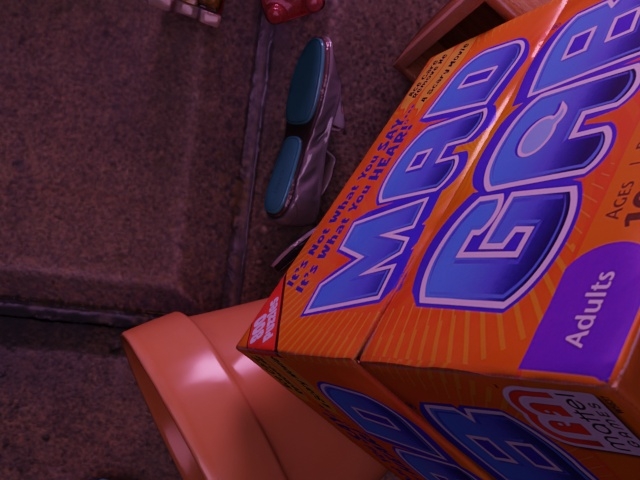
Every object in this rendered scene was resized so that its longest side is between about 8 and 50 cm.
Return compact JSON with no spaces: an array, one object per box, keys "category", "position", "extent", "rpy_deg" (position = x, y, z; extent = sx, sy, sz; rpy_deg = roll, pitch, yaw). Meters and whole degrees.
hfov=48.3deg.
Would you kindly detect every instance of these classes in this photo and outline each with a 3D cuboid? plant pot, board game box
[{"category":"plant pot","position":[-0.047,0.181,0.728],"extent":[0.204,0.291,0.290],"rpy_deg":[-25,98,-20]},{"category":"board game box","position":[0.230,0.049,0.558],"extent":[0.356,0.356,0.356],"rpy_deg":[43,65,-21]}]

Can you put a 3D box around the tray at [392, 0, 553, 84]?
[{"category":"tray","position":[0.288,-0.111,0.762],"extent":[0.411,0.203,0.076],"rpy_deg":[40,74,-9]}]

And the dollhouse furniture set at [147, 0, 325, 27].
[{"category":"dollhouse furniture set","position":[-0.027,-0.400,0.749],"extent":[0.201,0.152,0.374],"rpy_deg":[17,110,-9]}]

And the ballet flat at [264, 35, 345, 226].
[{"category":"ballet flat","position":[-0.008,-0.118,0.806],"extent":[0.068,0.072,0.213],"rpy_deg":[12,95,-36]}]

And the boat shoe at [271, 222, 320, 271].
[{"category":"boat shoe","position":[0.000,0.000,0.821],"extent":[0.125,0.046,0.038],"rpy_deg":[-39,94,-11]}]

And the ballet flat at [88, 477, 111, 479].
[{"category":"ballet flat","position":[-0.302,0.390,0.802],"extent":[0.096,0.095,0.280],"rpy_deg":[34,80,1]}]
